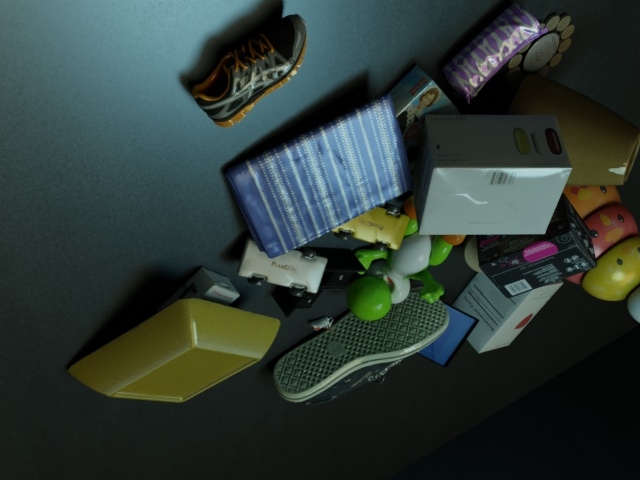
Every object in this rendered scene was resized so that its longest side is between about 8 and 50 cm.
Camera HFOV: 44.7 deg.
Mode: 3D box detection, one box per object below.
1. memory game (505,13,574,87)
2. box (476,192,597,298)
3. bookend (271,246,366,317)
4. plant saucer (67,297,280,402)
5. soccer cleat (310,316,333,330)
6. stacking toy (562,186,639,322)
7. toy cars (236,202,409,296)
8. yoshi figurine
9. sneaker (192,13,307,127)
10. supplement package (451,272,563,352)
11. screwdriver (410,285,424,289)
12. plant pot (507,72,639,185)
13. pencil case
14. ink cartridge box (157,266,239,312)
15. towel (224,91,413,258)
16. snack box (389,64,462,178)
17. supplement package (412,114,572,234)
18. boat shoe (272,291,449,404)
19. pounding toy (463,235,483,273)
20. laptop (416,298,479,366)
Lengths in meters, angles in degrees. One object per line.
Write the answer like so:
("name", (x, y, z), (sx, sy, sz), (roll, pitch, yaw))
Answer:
("memory game", (0.470, -0.405, 1.672), (0.186, 0.012, 0.186), (-26, 148, -18))
("box", (0.543, 0.016, 1.968), (0.247, 0.142, 0.163), (-24, 130, 30))
("bookend", (-0.003, 0.097, 1.795), (0.156, 0.072, 0.157), (4, 131, -49))
("plant saucer", (-0.285, 0.248, 1.610), (0.332, 0.081, 0.332), (-30, 154, 21))
("soccer cleat", (0.003, 0.212, 2.005), (0.083, 0.029, 0.036), (10, 117, -56))
("stacking toy", (0.808, 0.044, 2.175), (0.350, 0.480, 0.351), (-27, 148, -18))
("toy cars", (0.000, 0.000, 1.647), (0.393, 0.087, 0.177), (-27, 113, -15))
("yoshi figurine", (0.183, 0.071, 1.861), (0.202, 0.204, 0.362), (10, 129, -32))
("sneaker", (-0.106, -0.264, 1.188), (0.215, 0.084, 0.083), (-45, 144, 13))
("supplement package", (0.565, 0.180, 2.405), (0.177, 0.175, 0.293), (-5, 137, -45))
("screwdriver", (0.248, 0.140, 2.167), (0.169, 0.024, 0.025), (1, 103, -47))
("plant pot", (0.540, -0.211, 1.666), (0.237, 0.254, 0.237), (-44, 145, -42))
("pencil case", (0.331, -0.363, 1.507), (0.206, 0.088, 0.086), (-45, 151, 10))
("ink cartridge box", (-0.248, 0.126, 1.591), (0.135, 0.056, 0.099), (-42, 150, 9))
("towel", (0.005, -0.116, 1.473), (0.335, 0.040, 0.243), (-26, 135, -5))
("snack box", (0.206, -0.213, 1.605), (0.187, 0.060, 0.322), (-44, 149, 12))
("supplement package", (0.327, -0.128, 1.538), (0.261, 0.145, 0.204), (-1, 142, -3))
("boat shoe", (0.110, 0.291, 2.079), (0.500, 0.187, 0.156), (-27, 150, -6))
("pounding toy", (0.453, -0.021, 2.116), (0.236, 0.110, 0.183), (34, 120, -28))
("laptop", (0.293, 0.292, 2.309), (0.264, 0.137, 0.234), (-11, 140, -37))
